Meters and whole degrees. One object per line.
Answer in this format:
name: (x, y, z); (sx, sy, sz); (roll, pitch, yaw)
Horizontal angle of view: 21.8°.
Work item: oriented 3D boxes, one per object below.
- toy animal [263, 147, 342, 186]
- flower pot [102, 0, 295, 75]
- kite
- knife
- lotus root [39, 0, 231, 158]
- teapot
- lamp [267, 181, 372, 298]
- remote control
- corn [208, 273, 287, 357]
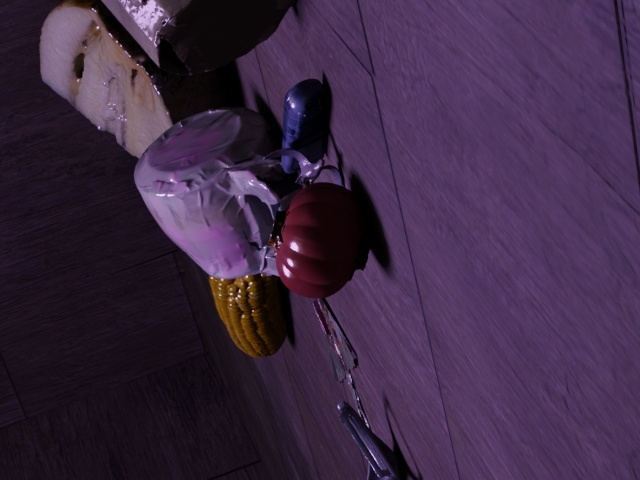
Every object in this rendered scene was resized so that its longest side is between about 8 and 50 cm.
toy animal: (-0.009, -0.064, 1.552); (0.050, 0.084, 0.028); (16, 84, 66)
flower pot: (-0.139, -0.263, 1.478); (0.203, 0.212, 0.212); (59, 169, 19)
kite: (0.030, 0.158, 1.992); (0.229, 0.012, 0.250); (119, 129, -80)
knife: (0.068, 0.279, 1.874); (0.123, 0.053, 0.278); (61, 169, 27)
lotus root: (-0.223, -0.233, 2.084); (0.267, 0.149, 0.260); (38, 154, 15)
teapot: (-0.084, -0.049, 1.895); (0.178, 0.221, 0.163); (64, -145, -34)
lamp: (0.000, 0.000, 1.521); (0.107, 0.092, 0.107); (-165, 90, -87)
remote control: (-0.015, -0.105, 1.546); (0.027, 0.043, 0.152); (55, 167, 16)
corn: (-0.100, 0.087, 2.347); (0.313, 0.102, 0.102); (85, 163, -60)
